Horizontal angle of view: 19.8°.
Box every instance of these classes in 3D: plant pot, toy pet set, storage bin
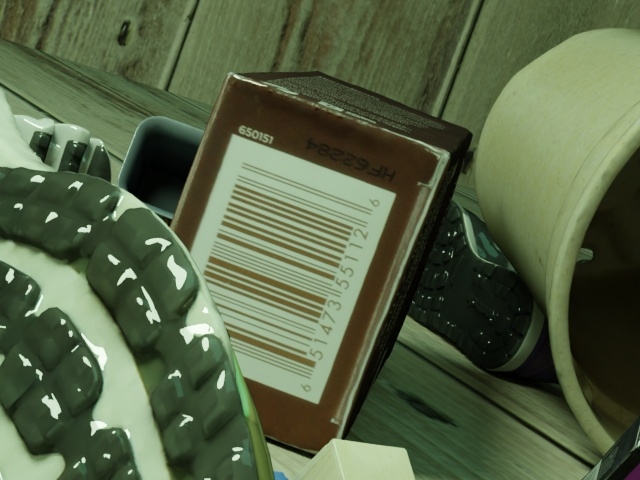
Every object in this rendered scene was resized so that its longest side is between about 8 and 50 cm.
[{"bbox_3d":[0.269,-0.021,1.374,0.334,0.334,0.305,17,14,-22],"label":"plant pot"},{"bbox_3d":[0.007,0.141,0.737,0.122,0.065,0.114,12,45,-33],"label":"toy pet set"},{"bbox_3d":[-0.107,-0.031,1.578,0.135,0.098,0.091,19,-21,-3],"label":"storage bin"}]

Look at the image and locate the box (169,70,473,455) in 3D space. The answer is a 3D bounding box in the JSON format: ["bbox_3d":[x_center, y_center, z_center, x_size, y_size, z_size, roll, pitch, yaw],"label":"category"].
[{"bbox_3d":[0.000,0.000,1.186,0.143,0.191,0.381,21,8,3],"label":"box"}]

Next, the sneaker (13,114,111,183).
[{"bbox_3d":[-0.297,-0.076,1.329,0.292,0.110,0.118,25,-5,-37],"label":"sneaker"}]

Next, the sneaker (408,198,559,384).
[{"bbox_3d":[0.164,0.057,1.629,0.124,0.107,0.283,22,15,-25],"label":"sneaker"}]

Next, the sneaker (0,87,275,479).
[{"bbox_3d":[-0.092,0.063,0.653,0.182,0.158,0.410,50,0,-38],"label":"sneaker"}]

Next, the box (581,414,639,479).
[{"bbox_3d":[0.241,0.157,1.065,0.162,0.029,0.116,21,-30,-1],"label":"box"}]
